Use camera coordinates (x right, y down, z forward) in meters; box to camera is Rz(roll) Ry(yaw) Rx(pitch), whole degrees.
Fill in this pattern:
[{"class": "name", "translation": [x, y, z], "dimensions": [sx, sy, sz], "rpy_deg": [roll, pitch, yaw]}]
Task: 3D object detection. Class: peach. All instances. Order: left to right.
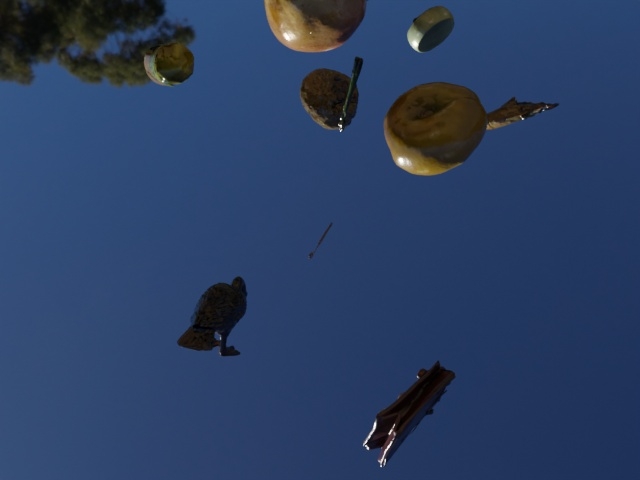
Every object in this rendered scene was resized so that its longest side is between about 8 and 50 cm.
[{"class": "peach", "translation": [0.271, -0.270, 1.761], "dimensions": [0.251, 0.153, 0.251], "rpy_deg": [-11, -128, 15]}]

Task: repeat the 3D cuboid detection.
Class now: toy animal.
[{"class": "toy animal", "translation": [-0.254, 0.196, 1.864], "dimensions": [0.122, 0.185, 0.298], "rpy_deg": [18, -168, 18]}]

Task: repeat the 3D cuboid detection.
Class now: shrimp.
[{"class": "shrimp", "translation": [0.550, -0.376, 2.107], "dimensions": [0.262, 0.066, 0.117], "rpy_deg": [-13, -151, 37]}]

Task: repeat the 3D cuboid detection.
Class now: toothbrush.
[{"class": "toothbrush", "translation": [0.000, 0.000, 1.639], "dimensions": [0.008, 0.097, 0.006], "rpy_deg": [19, -160, -41]}]

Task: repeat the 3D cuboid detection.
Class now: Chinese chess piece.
[{"class": "Chinese chess piece", "translation": [0.319, -0.612, 2.150], "dimensions": [0.144, 0.144, 0.058], "rpy_deg": [-27, -107, -22]}]

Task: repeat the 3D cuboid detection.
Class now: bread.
[{"class": "bread", "translation": [0.041, -0.507, 2.619], "dimensions": [0.123, 0.230, 0.230], "rpy_deg": [-30, -166, 48]}]

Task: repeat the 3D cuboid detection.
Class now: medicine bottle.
[{"class": "medicine bottle", "translation": [-0.434, -0.504, 2.128], "dimensions": [0.124, 0.124, 0.239], "rpy_deg": [-20, -163, -14]}]

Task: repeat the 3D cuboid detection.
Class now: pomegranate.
[{"class": "pomegranate", "translation": [0.004, -0.671, 1.978], "dimensions": [0.338, 0.338, 0.338], "rpy_deg": [-6, -143, 5]}]

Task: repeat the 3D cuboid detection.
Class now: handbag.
[{"class": "handbag", "translation": [0.189, 0.368, 1.603], "dimensions": [0.074, 0.203, 0.216], "rpy_deg": [40, -119, 18]}]

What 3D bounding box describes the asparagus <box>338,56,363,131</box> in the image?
[{"class": "asparagus", "translation": [0.076, -0.380, 1.964], "dimensions": [0.022, 0.233, 0.023], "rpy_deg": [40, -133, 25]}]
